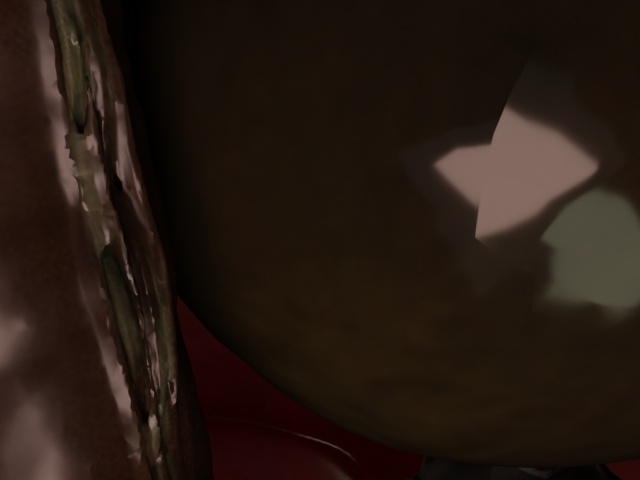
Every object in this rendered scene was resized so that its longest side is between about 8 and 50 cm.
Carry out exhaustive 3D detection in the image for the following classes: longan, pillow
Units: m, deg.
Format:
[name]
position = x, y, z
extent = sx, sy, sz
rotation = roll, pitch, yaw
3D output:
[longan]
position = 0.066, -0.040, 0.448
extent = 0.248, 0.248, 0.248
rotation = 3, 130, 4
[pillow]
position = -0.166, -0.045, 0.435
extent = 0.305, 0.108, 0.308
rotation = 0, 105, 40

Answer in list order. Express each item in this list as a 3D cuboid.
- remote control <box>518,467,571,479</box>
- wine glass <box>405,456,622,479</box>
[remote control]
position = 0.000, 0.000, 0.585
extent = 0.265, 0.090, 0.066
rotation = 31, 98, -18
[wine glass]
position = 0.084, 0.175, 0.703
extent = 0.122, 0.122, 0.183
rotation = -3, 125, 8
